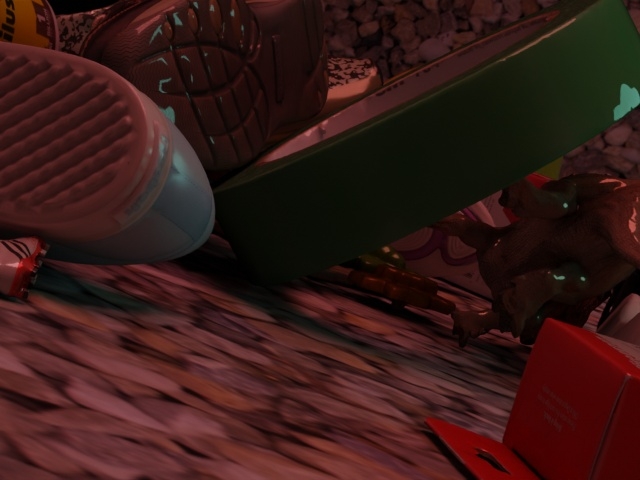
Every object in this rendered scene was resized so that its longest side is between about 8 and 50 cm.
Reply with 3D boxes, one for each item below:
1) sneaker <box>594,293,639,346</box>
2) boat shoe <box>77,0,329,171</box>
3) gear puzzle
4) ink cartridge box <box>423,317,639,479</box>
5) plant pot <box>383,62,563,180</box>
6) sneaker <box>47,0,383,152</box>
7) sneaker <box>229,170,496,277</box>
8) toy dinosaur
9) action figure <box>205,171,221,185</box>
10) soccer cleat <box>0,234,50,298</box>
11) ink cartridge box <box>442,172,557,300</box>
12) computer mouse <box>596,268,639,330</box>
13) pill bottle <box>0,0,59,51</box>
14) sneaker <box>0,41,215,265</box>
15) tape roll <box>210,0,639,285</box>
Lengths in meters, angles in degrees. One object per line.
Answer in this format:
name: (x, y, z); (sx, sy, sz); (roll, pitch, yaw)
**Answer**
sneaker: (0.240, 0.096, 1.363); (0.094, 0.080, 0.212); (39, 2, -2)
boat shoe: (-0.102, -0.120, 1.388); (0.130, 0.132, 0.355); (-1, 6, 19)
gear puzzle: (0.000, 0.000, 1.563); (0.175, 0.044, 0.339); (16, 6, -30)
ink cartridge box: (0.182, 0.105, 0.952); (0.231, 0.078, 0.134); (17, 5, -13)
plant pot: (0.149, -0.095, 2.287); (0.212, 0.212, 0.187); (23, 19, 39)
sneaker: (-0.137, -0.173, 1.671); (0.410, 0.182, 0.158); (0, 28, -15)
sneaker: (0.033, -0.049, 1.803); (0.305, 0.114, 0.152); (20, 6, 18)
toy dinosaur: (0.191, 0.002, 1.390); (0.200, 0.127, 0.296); (-7, -7, -27)
action figure: (-0.128, -0.066, 1.399); (0.115, 0.030, 0.038); (19, 8, -5)
soccer cleat: (-0.164, 0.010, 0.987); (0.036, 0.029, 0.083); (22, 9, -7)
ink cartridge box: (0.155, -0.019, 1.845); (0.175, 0.127, 0.072); (24, 6, 42)
computer mouse: (0.284, 0.051, 1.488); (0.072, 0.188, 0.272); (21, 16, -15)
pill bottle: (-0.298, -0.169, 1.435); (0.117, 0.117, 0.215); (21, 1, 26)
sneaker: (-0.221, -0.061, 1.129); (0.366, 0.135, 0.150); (25, -11, 30)
tape roll: (0.077, -0.075, 1.328); (0.077, 0.321, 0.321); (62, 1, -6)
